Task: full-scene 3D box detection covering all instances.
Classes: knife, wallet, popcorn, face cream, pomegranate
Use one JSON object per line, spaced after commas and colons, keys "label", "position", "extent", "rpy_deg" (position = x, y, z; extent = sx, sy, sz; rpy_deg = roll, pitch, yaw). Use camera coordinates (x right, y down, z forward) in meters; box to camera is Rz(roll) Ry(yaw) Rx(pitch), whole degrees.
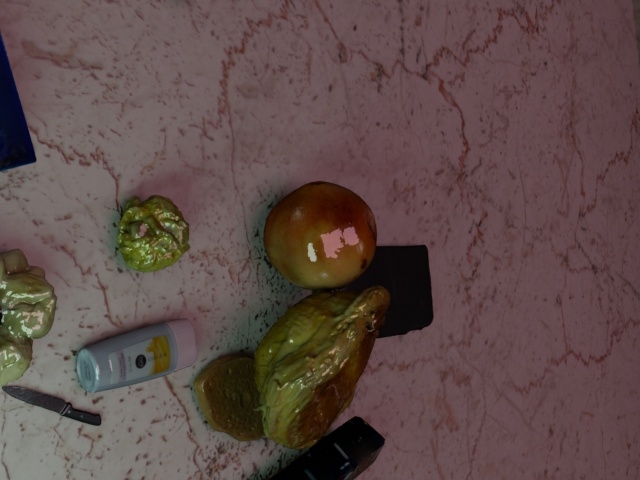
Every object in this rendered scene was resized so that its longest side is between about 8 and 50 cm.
{"label": "knife", "position": [-0.383, 0.237, 1.207], "extent": [0.170, 0.010, 0.023], "rpy_deg": [33, 65, -41]}
{"label": "wallet", "position": [0.127, 0.106, 1.761], "extent": [0.378, 0.051, 0.197], "rpy_deg": [-1, 87, -49]}
{"label": "popcorn", "position": [-0.255, -0.010, 1.289], "extent": [0.120, 0.106, 0.116], "rpy_deg": [-59, 139, -32]}
{"label": "face cream", "position": [-0.277, 0.178, 1.293], "extent": [0.198, 0.057, 0.084], "rpy_deg": [-13, 99, -48]}
{"label": "pomegranate", "position": [-0.002, -0.006, 1.513], "extent": [0.209, 0.209, 0.209], "rpy_deg": [2, 87, -49]}

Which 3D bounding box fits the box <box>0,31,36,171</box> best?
{"label": "box", "position": [-0.514, -0.185, 0.999], "extent": [0.279, 0.116, 0.261], "rpy_deg": [-26, 108, -48]}

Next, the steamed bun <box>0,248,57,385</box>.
{"label": "steamed bun", "position": [-0.428, 0.089, 1.089], "extent": [0.177, 0.106, 0.192], "rpy_deg": [42, 57, -41]}

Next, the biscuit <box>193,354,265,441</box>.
{"label": "biscuit", "position": [-0.140, 0.274, 1.466], "extent": [0.221, 0.029, 0.141], "rpy_deg": [34, 64, -44]}

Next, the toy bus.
{"label": "toy bus", "position": [-0.045, 0.450, 1.488], "extent": [0.409, 0.093, 0.092], "rpy_deg": [-27, 147, -40]}

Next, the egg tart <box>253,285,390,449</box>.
{"label": "egg tart", "position": [-0.006, 0.212, 1.474], "extent": [0.351, 0.153, 0.339], "rpy_deg": [-48, 158, -29]}
